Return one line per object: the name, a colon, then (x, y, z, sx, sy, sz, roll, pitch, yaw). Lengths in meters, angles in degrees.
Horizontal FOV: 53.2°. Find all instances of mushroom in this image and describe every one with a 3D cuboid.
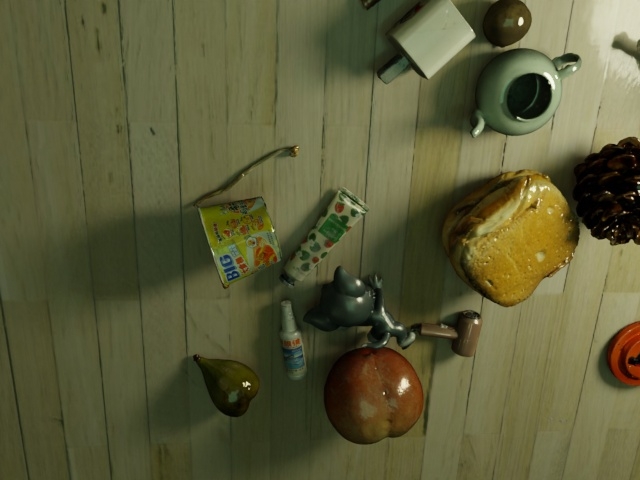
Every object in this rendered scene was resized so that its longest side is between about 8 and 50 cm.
mushroom: (-0.176, -0.152, 1.494, 0.286, 0.028, 0.026, -26, 154, 6)

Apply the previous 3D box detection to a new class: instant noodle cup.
instant noodle cup: (-0.182, -0.005, 1.468, 0.153, 0.205, 0.205, -17, 112, -10)

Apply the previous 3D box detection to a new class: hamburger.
hamburger: (0.453, -0.006, 1.530, 0.304, 0.174, 0.284, -35, 113, 8)

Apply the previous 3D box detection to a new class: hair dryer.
hair dryer: (0.327, 0.236, 1.678, 0.182, 0.064, 0.117, 7, 110, -3)

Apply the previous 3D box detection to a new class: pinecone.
pinecone: (0.700, -0.112, 1.483, 0.224, 0.272, 0.224, 17, 143, 14)

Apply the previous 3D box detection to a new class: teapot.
teapot: (0.446, -0.329, 1.428, 0.294, 0.129, 0.193, -32, 112, 7)

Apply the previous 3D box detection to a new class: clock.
clock: (0.896, 0.312, 1.768, 0.205, 0.051, 0.205, -2, 112, -6)

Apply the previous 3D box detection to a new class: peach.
peach: (0.131, 0.387, 1.622, 0.252, 0.252, 0.252, -2, 111, -5)

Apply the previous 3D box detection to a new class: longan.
longan: (0.406, -0.470, 1.392, 0.106, 0.106, 0.119, -24, 151, 4)

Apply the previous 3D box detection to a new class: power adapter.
power adapter: (0.205, -0.414, 1.369, 0.205, 0.130, 0.125, -42, 110, 9)

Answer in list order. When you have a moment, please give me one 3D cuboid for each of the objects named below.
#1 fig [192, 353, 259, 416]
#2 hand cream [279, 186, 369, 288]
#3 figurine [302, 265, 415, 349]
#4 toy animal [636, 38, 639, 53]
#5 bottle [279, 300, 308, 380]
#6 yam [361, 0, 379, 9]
fig: (-0.250, 0.371, 1.636, 0.185, 0.126, 0.133, 24, 120, -18)
hand cream: (0.000, 0.000, 1.554, 0.095, 0.059, 0.276, 36, 99, -19)
figurine: (0.100, 0.196, 1.597, 0.265, 0.140, 0.193, 46, 120, 4)
toy animal: (0.850, -0.391, 1.456, 0.282, 0.138, 0.140, 39, 95, 6)
bottle: (-0.074, 0.255, 1.643, 0.060, 0.060, 0.217, -8, 111, -3)
yam: (0.152, -0.546, 1.366, 0.145, 0.032, 0.032, -35, 111, 7)
